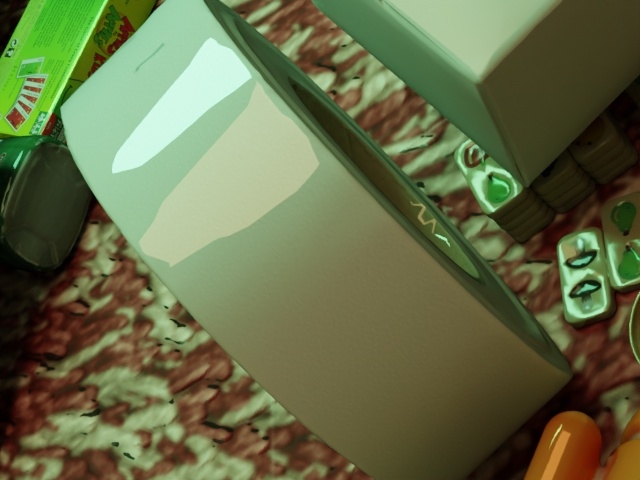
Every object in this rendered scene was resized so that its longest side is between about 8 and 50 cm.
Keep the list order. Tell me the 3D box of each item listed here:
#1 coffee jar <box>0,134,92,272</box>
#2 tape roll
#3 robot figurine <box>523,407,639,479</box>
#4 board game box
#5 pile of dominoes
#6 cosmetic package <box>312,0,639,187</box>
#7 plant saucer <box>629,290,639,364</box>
[{"bbox_3d":[-0.260,-0.030,1.252,0.184,0.079,0.096,3,66,39],"label":"coffee jar"},{"bbox_3d":[0.000,0.000,0.888,0.100,0.286,0.286,-44,46,8],"label":"tape roll"},{"bbox_3d":[0.170,0.151,0.757,0.158,0.128,0.219,11,57,36],"label":"robot figurine"},{"bbox_3d":[-0.191,-0.151,1.298,0.092,0.043,0.181,12,72,41],"label":"board game box"},{"bbox_3d":[0.197,-0.090,0.963,0.251,0.040,0.196,-37,47,14],"label":"pile of dominoes"},{"bbox_3d":[0.163,-0.236,0.942,0.365,0.155,0.197,-44,64,-1],"label":"cosmetic package"},{"bbox_3d":[0.204,0.043,0.892,0.083,0.015,0.083,-19,54,27],"label":"plant saucer"}]
